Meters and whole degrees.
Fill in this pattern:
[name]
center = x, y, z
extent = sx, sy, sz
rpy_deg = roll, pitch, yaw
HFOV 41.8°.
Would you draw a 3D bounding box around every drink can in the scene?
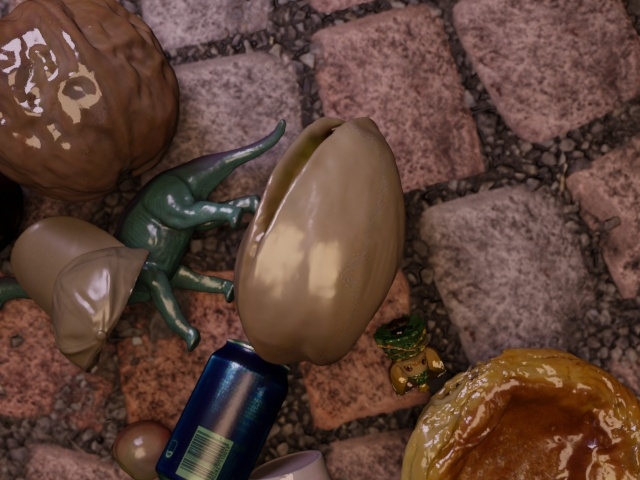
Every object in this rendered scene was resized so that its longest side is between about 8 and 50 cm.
[drink can]
center = -0.123, 0.237, 1.090
extent = 0.118, 0.118, 0.205
rpy_deg = 27, 76, 0

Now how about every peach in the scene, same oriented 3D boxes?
[peach]
center = -0.235, 0.280, 1.123
extent = 0.083, 0.083, 0.083
rpy_deg = 0, 89, 0

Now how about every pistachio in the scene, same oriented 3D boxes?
[pistachio]
center = 0.000, 0.000, 1.064
extent = 0.226, 0.207, 0.332
rpy_deg = 28, 83, -44

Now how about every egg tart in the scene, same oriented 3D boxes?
[egg tart]
center = 0.269, 0.310, 1.089
extent = 0.352, 0.150, 0.352
rpy_deg = 0, 85, -4

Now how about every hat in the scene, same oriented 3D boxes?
[hat]
center = -0.321, 0.058, 1.039
extent = 0.173, 0.144, 0.166
rpy_deg = 25, 100, -5

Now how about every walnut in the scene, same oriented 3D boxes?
[walnut]
center = -0.312, -0.185, 1.055
extent = 0.273, 0.227, 0.273
rpy_deg = 0, 86, 4

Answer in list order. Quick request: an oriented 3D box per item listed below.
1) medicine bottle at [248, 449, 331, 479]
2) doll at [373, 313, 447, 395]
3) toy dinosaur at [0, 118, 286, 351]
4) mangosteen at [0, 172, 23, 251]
[medicine bottle]
center = -0.006, 0.436, 1.107
extent = 0.161, 0.111, 0.296
rpy_deg = -18, 91, 0
[doll]
center = 0.118, 0.152, 1.144
extent = 0.078, 0.077, 0.113
rpy_deg = -26, 122, -8
[toy dinosaur]
center = -0.261, -0.032, 1.126
extent = 0.330, 0.129, 0.384
rpy_deg = 20, 88, 9
[mangosteen]
center = -0.495, -0.061, 1.086
extent = 0.194, 0.194, 0.230
rpy_deg = -33, 64, 0
